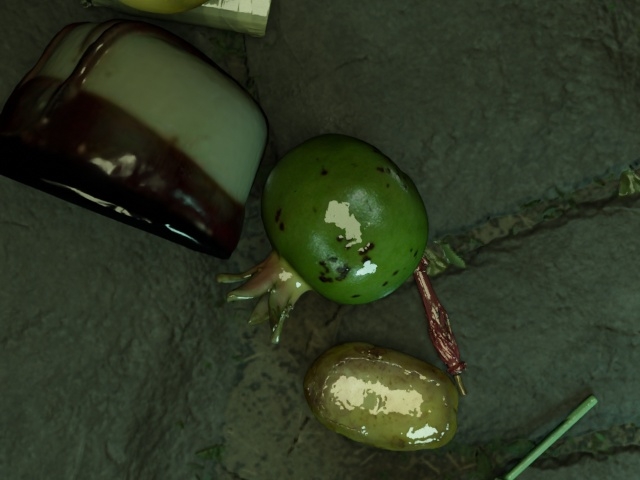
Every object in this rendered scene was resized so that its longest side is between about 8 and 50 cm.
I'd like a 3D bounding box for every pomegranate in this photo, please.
[{"bbox_3d":[0.000,0.000,1.440,0.224,0.181,0.181,-41,94,-3],"label":"pomegranate"}]

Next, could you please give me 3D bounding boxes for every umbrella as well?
[{"bbox_3d":[0.128,0.090,1.529,0.027,0.025,0.165,-21,92,15],"label":"umbrella"}]

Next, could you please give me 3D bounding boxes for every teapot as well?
[{"bbox_3d":[-0.147,-0.280,1.470,0.201,0.077,0.107,9,86,-4],"label":"teapot"}]

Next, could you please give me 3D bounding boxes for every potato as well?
[{"bbox_3d":[0.065,0.166,1.499,0.171,0.080,0.107,12,99,-1],"label":"potato"}]

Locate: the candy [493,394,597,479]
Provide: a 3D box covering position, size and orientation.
[{"bbox_3d":[0.191,0.263,1.526,0.288,0.078,0.084,-42,74,-10],"label":"candy"}]

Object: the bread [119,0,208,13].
[{"bbox_3d":[-0.139,-0.422,1.318,0.245,0.329,0.424,22,61,-3],"label":"bread"}]

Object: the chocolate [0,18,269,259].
[{"bbox_3d":[-0.182,-0.112,1.389,0.284,0.283,0.186,20,86,-4],"label":"chocolate"}]
